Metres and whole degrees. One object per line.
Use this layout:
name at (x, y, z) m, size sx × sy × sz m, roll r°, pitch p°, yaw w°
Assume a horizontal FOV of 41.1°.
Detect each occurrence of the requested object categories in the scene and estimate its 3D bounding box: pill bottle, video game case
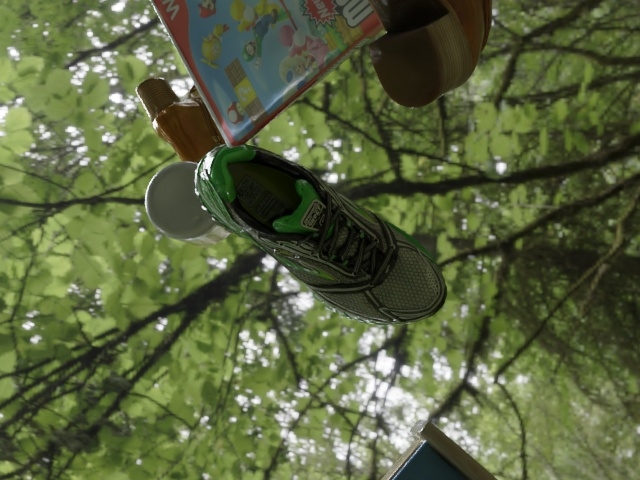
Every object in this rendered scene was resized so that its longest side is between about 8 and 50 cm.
pill bottle at (-0.194, -0.052, 1.338) m, size 0.215 × 0.117 × 0.117 m, roll 52°, pitch -133°, yaw -85°
video game case at (-0.040, -0.245, 0.798) m, size 0.025 × 0.285 × 0.204 m, roll -20°, pitch -101°, yaw -52°

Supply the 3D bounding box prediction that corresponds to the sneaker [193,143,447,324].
sneaker at (0.000, 0.000, 1.021) m, size 0.343 × 0.146 × 0.134 m, roll 29°, pitch -95°, yaw -7°

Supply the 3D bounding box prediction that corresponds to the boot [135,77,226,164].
boot at (-0.197, -0.206, 1.600) m, size 0.211 × 0.104 × 0.295 m, roll 55°, pitch -148°, yaw 13°

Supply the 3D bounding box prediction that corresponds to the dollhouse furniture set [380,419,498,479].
dollhouse furniture set at (0.096, 0.246, 0.430) m, size 0.198 × 0.286 × 0.303 m, roll -48°, pitch -5°, yaw -9°

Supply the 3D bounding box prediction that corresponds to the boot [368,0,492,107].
boot at (0.062, -0.193, 0.538) m, size 0.152 × 0.073 × 0.197 m, roll -48°, pitch -47°, yaw -53°
